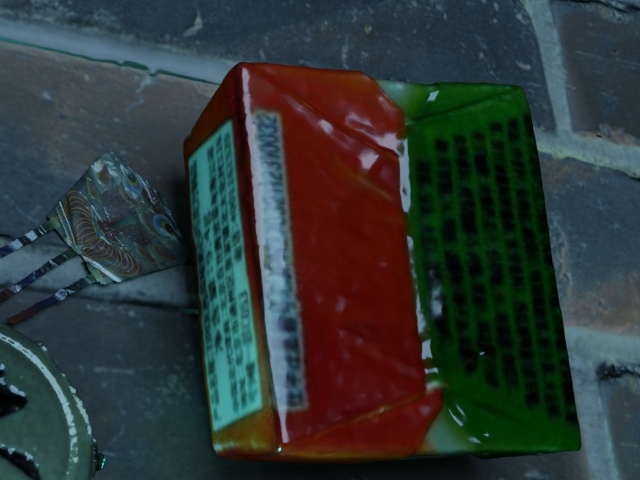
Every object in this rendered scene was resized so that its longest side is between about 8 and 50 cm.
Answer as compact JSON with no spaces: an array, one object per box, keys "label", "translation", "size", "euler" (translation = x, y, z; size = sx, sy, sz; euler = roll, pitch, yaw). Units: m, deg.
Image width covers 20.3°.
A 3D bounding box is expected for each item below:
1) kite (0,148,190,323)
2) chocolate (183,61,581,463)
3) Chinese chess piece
[{"label":"kite","translation":[-0.219,0.001,1.604],"size":[0.229,0.016,0.127],"euler":[-30,80,-46]},{"label":"chocolate","translation":[0.049,0.033,1.643],"size":[0.341,0.161,0.360],"euler":[3,72,-33]},{"label":"Chinese chess piece","translation":[-0.288,0.164,1.403],"size":[0.238,0.092,0.238],"euler":[18,54,-27]}]
